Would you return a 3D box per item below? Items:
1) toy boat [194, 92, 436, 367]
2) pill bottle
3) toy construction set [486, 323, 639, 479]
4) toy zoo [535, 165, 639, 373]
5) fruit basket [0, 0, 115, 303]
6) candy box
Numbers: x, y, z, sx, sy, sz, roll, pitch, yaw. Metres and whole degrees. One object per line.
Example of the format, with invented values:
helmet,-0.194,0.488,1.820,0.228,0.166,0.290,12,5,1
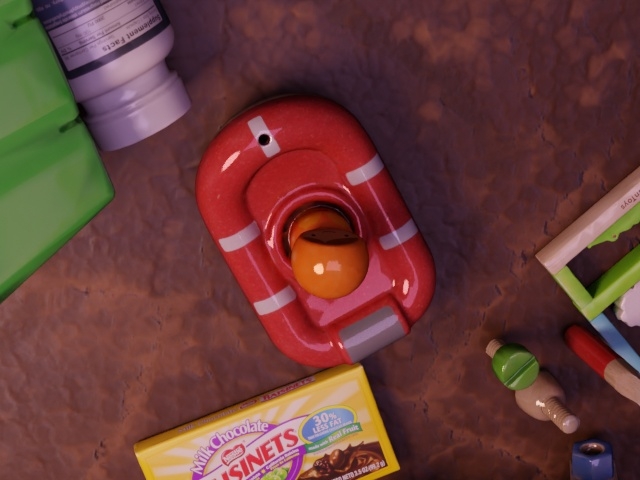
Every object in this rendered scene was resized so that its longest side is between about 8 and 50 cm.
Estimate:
toy boat,0.000,0.000,1.190,0.151,0.151,0.231,-29,107,0
pill bottle,-0.172,-0.164,1.143,0.108,0.108,0.180,-26,107,-1
toy construction set,0.188,0.241,1.229,0.257,0.237,0.309,15,101,-18
toy zoo,0.347,0.059,1.320,0.192,0.030,0.293,-41,107,4
fruit basket,-0.382,-0.086,1.051,0.392,0.283,0.392,-6,101,-29
candy box,-0.045,0.184,1.298,0.205,0.027,0.105,-21,105,-3
